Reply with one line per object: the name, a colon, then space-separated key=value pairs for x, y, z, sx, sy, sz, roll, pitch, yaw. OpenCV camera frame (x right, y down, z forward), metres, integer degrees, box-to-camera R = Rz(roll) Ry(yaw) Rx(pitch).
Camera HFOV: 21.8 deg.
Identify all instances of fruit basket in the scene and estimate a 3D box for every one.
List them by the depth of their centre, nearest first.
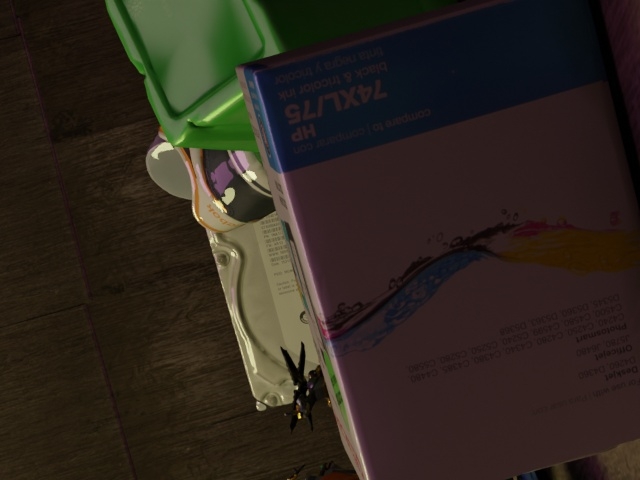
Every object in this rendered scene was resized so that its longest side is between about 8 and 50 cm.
fruit basket: x=-0.023 y=-0.265 z=1.420 sx=0.283 sy=0.392 sz=0.392 roll=-30 pitch=71 yaw=45

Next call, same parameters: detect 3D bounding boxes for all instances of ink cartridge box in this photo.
ink cartridge box: x=0.081 y=-0.003 z=1.026 sx=0.198 sy=0.197 sz=0.270 roll=-132 pitch=26 yaw=-81

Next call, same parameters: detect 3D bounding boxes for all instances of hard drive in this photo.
hard drive: x=0.000 y=0.000 z=1.811 sx=0.064 sy=0.237 sz=0.338 roll=-94 pitch=-10 yaw=-76

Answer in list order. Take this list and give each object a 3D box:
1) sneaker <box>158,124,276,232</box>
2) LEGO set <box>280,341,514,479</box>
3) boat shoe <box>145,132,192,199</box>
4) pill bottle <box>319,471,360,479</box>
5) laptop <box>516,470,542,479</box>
sneaker: x=-0.091 y=-0.155 z=1.568 sx=0.127 sy=0.126 sz=0.321 roll=-38 pitch=43 yaw=38
LEGO set: x=0.056 y=0.172 z=1.572 sx=0.255 sy=0.192 sz=0.331 roll=-71 pitch=-29 yaw=-48
boat shoe: x=-0.019 y=-0.091 z=1.673 sx=0.105 sy=0.306 sz=0.113 roll=-68 pitch=-29 yaw=-41
pill bottle: x=0.101 y=0.259 z=1.358 sx=0.246 sy=0.130 sz=0.130 roll=11 pitch=129 yaw=35
laptop: x=0.161 y=0.457 z=1.549 sx=0.236 sy=0.408 sz=0.382 roll=25 pitch=142 yaw=37
